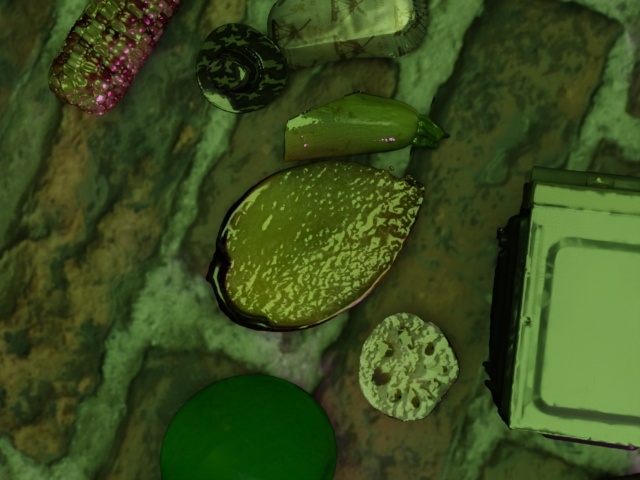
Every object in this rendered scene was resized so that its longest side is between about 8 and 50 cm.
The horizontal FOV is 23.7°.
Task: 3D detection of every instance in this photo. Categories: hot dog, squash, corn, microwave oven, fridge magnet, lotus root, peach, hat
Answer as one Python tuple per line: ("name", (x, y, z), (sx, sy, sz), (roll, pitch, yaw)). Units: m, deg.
("hot dog", (0.030, -0.260, 1.790), (0.191, 0.059, 0.108), (-6, 83, 11))
("squash", (0.053, -0.137, 1.786), (0.200, 0.090, 0.075), (-4, 59, -7))
("corn", (-0.219, -0.280, 1.794), (0.098, 0.098, 0.290), (31, 93, 4))
("microwave oven", (0.288, 0.069, 1.624), (0.218, 0.355, 0.286), (8, 93, 6))
("fridge magnet", (-0.083, 0.252, 1.773), (0.208, 0.088, 0.208), (-2, 56, 4))
("lotus root", (0.101, 0.146, 1.783), (0.112, 0.081, 0.122), (37, 95, 5))
("peach", (-0.001, 0.001, 1.797), (0.279, 0.068, 0.189), (-23, 81, 8))
("hat", (-0.100, -0.201, 1.800), (0.121, 0.050, 0.121), (7, 110, 21))

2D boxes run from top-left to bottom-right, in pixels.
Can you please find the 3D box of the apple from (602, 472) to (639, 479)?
("apple", (0.364, 0.325, 1.699), (0.265, 0.120, 0.193), (7, 51, 35))
